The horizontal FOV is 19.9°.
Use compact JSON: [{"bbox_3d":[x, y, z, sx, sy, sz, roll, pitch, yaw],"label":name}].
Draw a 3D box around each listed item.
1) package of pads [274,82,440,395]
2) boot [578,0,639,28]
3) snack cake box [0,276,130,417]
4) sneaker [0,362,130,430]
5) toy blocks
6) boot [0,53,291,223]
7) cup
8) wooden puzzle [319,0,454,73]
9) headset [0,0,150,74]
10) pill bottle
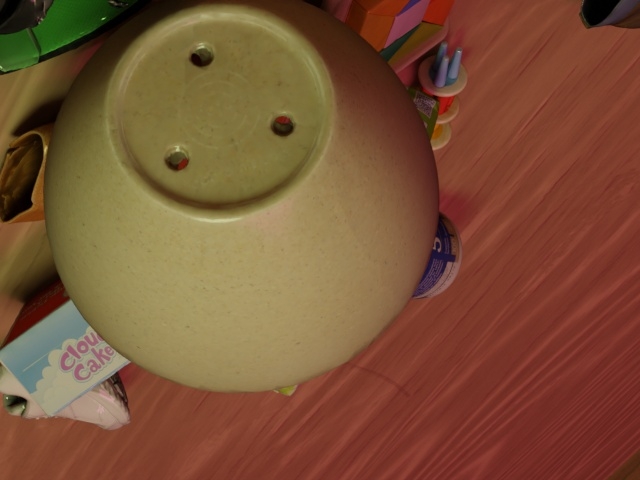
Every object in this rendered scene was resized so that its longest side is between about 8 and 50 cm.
[{"bbox_3d":[0.000,0.000,1.833,0.296,0.101,0.229,-56,-168,51],"label":"package of pads"},{"bbox_3d":[0.358,-0.287,1.879,0.106,0.082,0.219,-17,155,-36],"label":"boot"},{"bbox_3d":[-0.183,0.047,1.809,0.264,0.089,0.152,-35,-165,12],"label":"snack cake box"},{"bbox_3d":[-0.292,0.162,2.023,0.115,0.090,0.232,-26,149,7],"label":"sneaker"},{"bbox_3d":[0.091,-0.143,1.886,0.123,0.054,0.148,-21,154,-18],"label":"toy blocks"},{"bbox_3d":[-0.154,-0.101,1.611,0.211,0.104,0.295,-9,153,-42],"label":"boot"},{"bbox_3d":[-0.068,-0.065,1.414,0.331,0.331,0.237,-28,166,-6],"label":"cup"},{"bbox_3d":[0.069,-0.212,1.663,0.221,0.044,0.238,-37,161,-27],"label":"wooden puzzle"},{"bbox_3d":[-0.181,-0.199,1.276,0.243,0.185,0.394,-20,166,-25],"label":"headset"},{"bbox_3d":[0.073,0.008,2.096,0.112,0.112,0.187,-41,156,23],"label":"pill bottle"}]
